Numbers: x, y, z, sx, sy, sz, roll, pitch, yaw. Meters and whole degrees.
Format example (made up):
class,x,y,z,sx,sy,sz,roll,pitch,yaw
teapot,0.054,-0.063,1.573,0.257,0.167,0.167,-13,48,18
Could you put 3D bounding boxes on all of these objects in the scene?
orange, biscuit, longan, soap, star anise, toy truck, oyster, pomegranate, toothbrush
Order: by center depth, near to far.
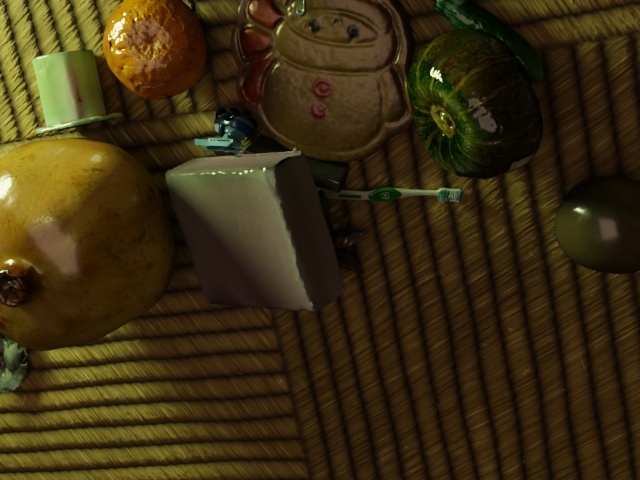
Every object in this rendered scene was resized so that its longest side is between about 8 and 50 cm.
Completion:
class,x,y,z,sx,sy,sz,roll,pitch,yaw
longan,0.488,-0.025,1.671,0.189,0.189,0.189,6,110,16
biscuit,0.013,-0.331,1.769,0.359,0.074,0.381,13,114,11
orange,-0.297,-0.352,1.806,0.193,0.161,0.193,1,99,8
soap,-0.126,-0.016,1.828,0.296,0.107,0.285,2,117,40
toothbrush,0.113,-0.086,1.841,0.304,0.030,0.030,3,109,19
toy truck,-0.181,-0.205,1.866,0.136,0.063,0.074,10,77,53
pomegranate,-0.475,0.017,1.867,0.417,0.416,0.416,6,110,16
star anise,0.000,0.000,1.882,0.182,0.065,0.195,5,108,16
oyster,-0.729,0.212,2.172,0.199,0.087,0.252,-43,99,15

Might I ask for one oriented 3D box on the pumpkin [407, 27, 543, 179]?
class,x,y,z,sx,sy,sz,roll,pitch,yaw
pumpkin,0.263,-0.228,1.635,0.189,0.260,0.260,-30,99,-18

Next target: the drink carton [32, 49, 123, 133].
class,x,y,z,sx,sy,sz,roll,pitch,yaw
drink carton,-0.478,-0.285,1.899,0.146,0.144,0.142,-7,100,19

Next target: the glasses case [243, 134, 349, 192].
class,x,y,z,sx,sy,sz,roll,pitch,yaw
glasses case,-0.044,-0.139,1.844,0.191,0.072,0.042,20,119,10

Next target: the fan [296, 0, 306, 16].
class,x,y,z,sx,sy,sz,roll,pitch,yaw
fan,-0.021,-0.490,1.703,0.132,0.009,0.220,6,86,24

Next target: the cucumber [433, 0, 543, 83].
class,x,y,z,sx,sy,sz,roll,pitch,yaw
cucumber,0.280,-0.352,1.679,0.250,0.056,0.056,36,115,0
